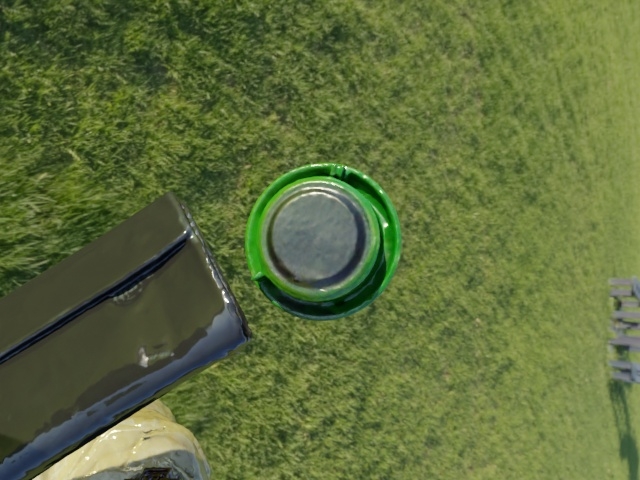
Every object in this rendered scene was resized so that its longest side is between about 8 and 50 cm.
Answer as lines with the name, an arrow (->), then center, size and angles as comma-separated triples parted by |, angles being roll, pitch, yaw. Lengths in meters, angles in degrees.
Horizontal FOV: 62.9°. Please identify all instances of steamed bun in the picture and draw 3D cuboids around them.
steamed bun -> -0.363, 0.439, 0.911 | 0.372, 0.230, 0.325 | 40, 64, 3

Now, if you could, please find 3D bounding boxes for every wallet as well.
wallet -> -0.292, 0.127, 0.579 | 0.406, 0.228, 0.062 | -32, 150, -4

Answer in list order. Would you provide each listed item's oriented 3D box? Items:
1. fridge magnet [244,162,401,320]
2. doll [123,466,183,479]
fridge magnet -> 0.000, 0.000, 0.676 | 0.088, 0.208, 0.208 | 30, 67, -79
doll -> -0.205, 0.381, 0.674 | 0.186, 0.106, 0.134 | 77, 10, -46
